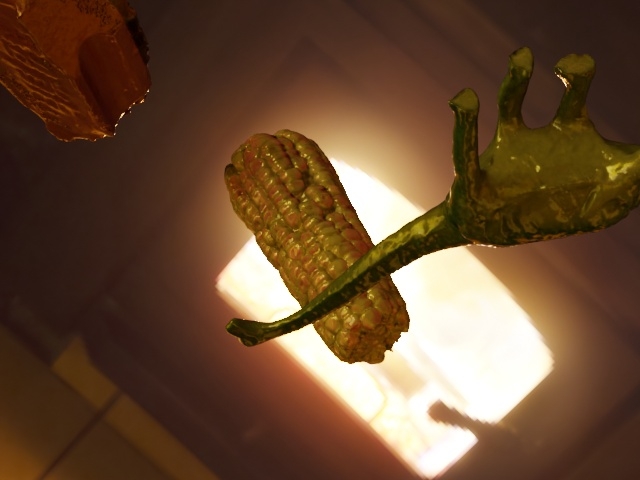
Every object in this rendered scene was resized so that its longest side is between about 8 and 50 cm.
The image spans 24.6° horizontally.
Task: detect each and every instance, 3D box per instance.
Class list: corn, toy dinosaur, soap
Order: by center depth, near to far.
[{"bbox_3d":[0.154,0.000,1.115,0.447,0.300,0.087,5,40,0],"label":"toy dinosaur"},{"bbox_3d":[-0.002,0.001,1.594,0.127,0.126,0.335,20,25,-39],"label":"corn"},{"bbox_3d":[-0.288,-0.217,1.596,0.182,0.112,0.289,28,-20,20],"label":"soap"}]
